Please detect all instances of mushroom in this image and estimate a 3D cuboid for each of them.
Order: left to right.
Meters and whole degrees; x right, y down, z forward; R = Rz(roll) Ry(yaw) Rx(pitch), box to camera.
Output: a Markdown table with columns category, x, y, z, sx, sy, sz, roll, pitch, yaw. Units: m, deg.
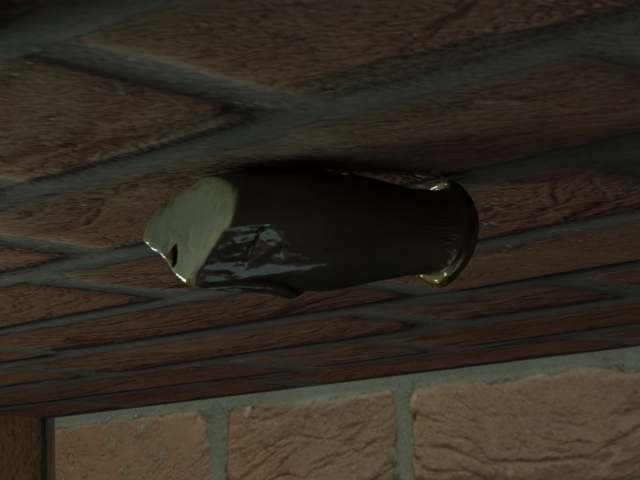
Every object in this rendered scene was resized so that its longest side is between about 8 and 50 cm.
| category | x | y | z | sx | sy | sz | roll | pitch | yaw |
| --- | --- | --- | --- | --- | --- | --- | --- | --- | --- |
| mushroom | -0.001 | -0.006 | 1.225 | 0.247 | 0.096 | 0.108 | -2 | 145 | -18 |
